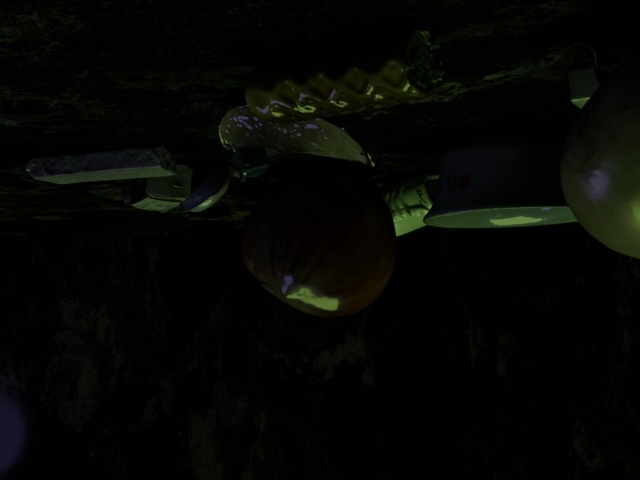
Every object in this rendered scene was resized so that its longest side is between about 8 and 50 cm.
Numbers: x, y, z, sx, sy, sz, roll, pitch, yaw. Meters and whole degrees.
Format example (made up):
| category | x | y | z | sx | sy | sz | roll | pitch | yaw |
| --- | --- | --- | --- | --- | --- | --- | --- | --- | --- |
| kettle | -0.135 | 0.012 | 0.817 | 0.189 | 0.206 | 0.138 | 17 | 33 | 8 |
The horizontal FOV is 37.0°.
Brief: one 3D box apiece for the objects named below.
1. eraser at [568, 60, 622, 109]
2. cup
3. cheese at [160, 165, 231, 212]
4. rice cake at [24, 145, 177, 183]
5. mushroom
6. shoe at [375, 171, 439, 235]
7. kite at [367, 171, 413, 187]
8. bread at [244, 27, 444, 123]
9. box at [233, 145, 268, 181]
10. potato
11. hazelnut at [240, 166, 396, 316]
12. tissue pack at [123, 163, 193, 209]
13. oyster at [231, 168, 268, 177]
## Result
| category | x | y | z | sx | sy | sz | roll | pitch | yaw |
| --- | --- | --- | --- | --- | --- | --- | --- | --- | --- |
| eraser | 0.464 | -0.221 | 1.315 | 0.225 | 0.052 | 0.096 | -5 | 177 | 26 |
| cup | 0.369 | -0.119 | 1.841 | 0.348 | 0.163 | 0.347 | -1 | 175 | 0 |
| cheese | -0.267 | -0.110 | 2.097 | 0.052 | 0.135 | 0.245 | 49 | 154 | -21 |
| rice cake | -0.428 | -0.147 | 1.898 | 0.298 | 0.050 | 0.106 | -4 | 175 | 17 |
| mushroom | 0.445 | -0.148 | 1.137 | 0.362 | 0.294 | 0.362 | -21 | 149 | -13 |
| shoe | 0.206 | -0.089 | 2.275 | 0.363 | 0.131 | 0.160 | -12 | 172 | 5 |
| kite | 0.135 | -0.144 | 2.319 | 0.241 | 0.014 | 0.183 | -8 | 171 | 2 |
| bread | 0.020 | -0.201 | 1.201 | 0.270 | 0.098 | 0.087 | -4 | 133 | 34 |
| box | -0.131 | -0.156 | 1.807 | 0.054 | 0.074 | 0.099 | -15 | 177 | -9 |
| potato | -0.027 | -0.194 | 1.431 | 0.261 | 0.100 | 0.120 | 11 | 142 | 24 |
| hazelnut | 0.000 | 0.000 | 2.153 | 0.373 | 0.372 | 0.315 | -1 | 136 | -8 |
| tissue pack | -0.350 | -0.116 | 2.056 | 0.103 | 0.090 | 0.170 | 7 | 170 | -27 |
| oyster | -0.156 | -0.152 | 2.129 | 0.083 | 0.019 | 0.054 | 2 | 173 | -17 |
